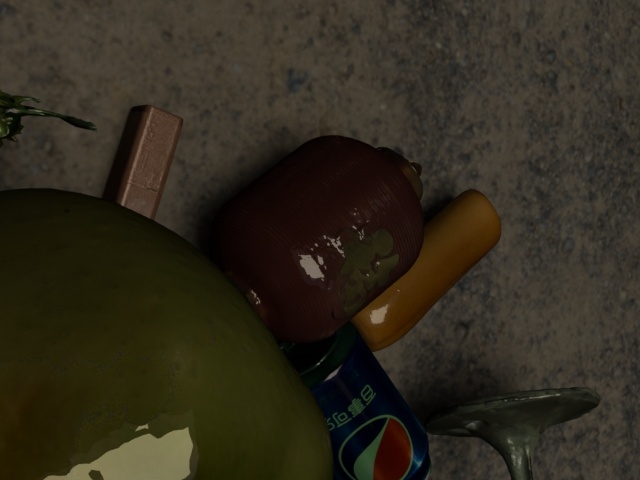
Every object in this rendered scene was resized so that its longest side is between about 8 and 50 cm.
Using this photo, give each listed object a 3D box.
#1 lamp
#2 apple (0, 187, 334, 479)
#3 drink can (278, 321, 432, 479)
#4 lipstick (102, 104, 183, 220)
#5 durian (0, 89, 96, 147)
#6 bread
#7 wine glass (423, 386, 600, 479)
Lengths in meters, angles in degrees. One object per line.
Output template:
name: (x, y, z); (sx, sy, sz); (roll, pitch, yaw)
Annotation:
lamp: (0.000, 0.000, 0.989); (0.258, 0.180, 0.180); (-37, 113, -26)
apple: (-0.213, 0.187, 0.718); (0.474, 0.474, 0.473); (-3, 95, -34)
drink can: (0.032, 0.187, 1.055); (0.118, 0.118, 0.205); (-45, 117, -23)
lipstick: (-0.175, -0.054, 0.940); (0.045, 0.045, 0.145); (20, 82, -35)
durian: (-0.364, -0.057, 0.766); (0.375, 0.106, 0.132); (-19, 95, -8)
bread: (0.117, 0.034, 1.112); (0.239, 0.074, 0.092); (-40, 155, -24)
wine glass: (0.245, 0.380, 1.072); (0.267, 0.267, 0.405); (10, 61, -34)
